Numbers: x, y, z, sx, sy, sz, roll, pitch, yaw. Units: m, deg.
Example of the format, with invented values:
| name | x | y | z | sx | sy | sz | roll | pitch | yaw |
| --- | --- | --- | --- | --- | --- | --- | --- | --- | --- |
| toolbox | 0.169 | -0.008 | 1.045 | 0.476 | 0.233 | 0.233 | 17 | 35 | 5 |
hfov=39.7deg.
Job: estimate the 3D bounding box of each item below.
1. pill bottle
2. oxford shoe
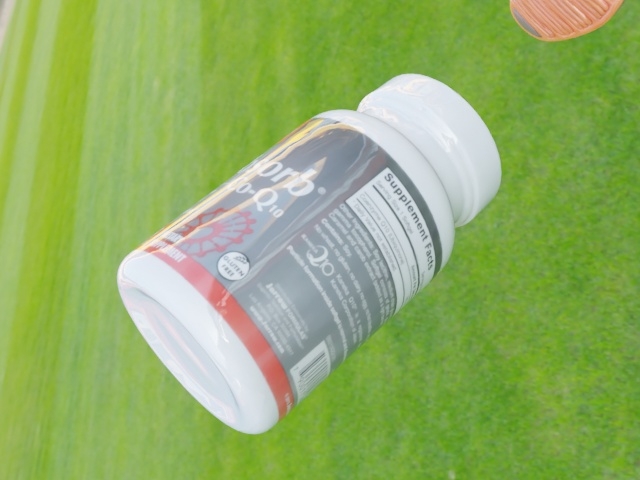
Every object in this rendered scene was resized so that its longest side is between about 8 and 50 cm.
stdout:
| name | x | y | z | sx | sy | sz | roll | pitch | yaw |
| --- | --- | --- | --- | --- | --- | --- | --- | --- | --- |
| pill bottle | 0.000 | 0.000 | 0.882 | 0.363 | 0.210 | 0.210 | -40 | 12 | -24 |
| oxford shoe | 0.385 | -0.384 | 1.161 | 0.132 | 0.130 | 0.364 | -47 | 5 | -27 |
